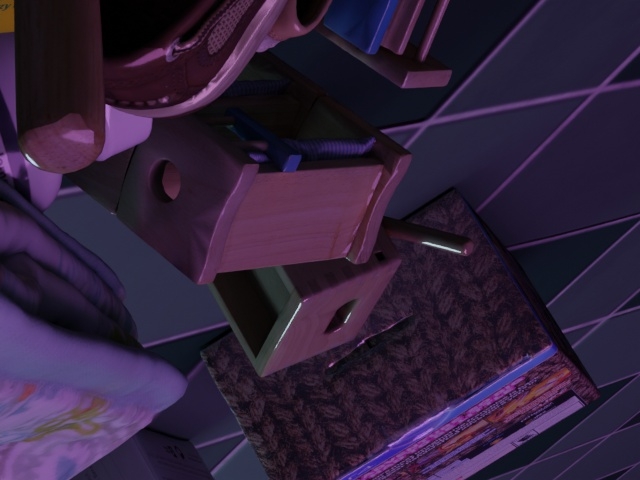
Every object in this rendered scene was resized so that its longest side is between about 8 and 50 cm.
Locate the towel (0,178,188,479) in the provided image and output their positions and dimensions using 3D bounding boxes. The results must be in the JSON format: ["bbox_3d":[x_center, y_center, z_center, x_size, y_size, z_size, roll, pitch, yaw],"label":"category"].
[{"bbox_3d":[-0.232,0.092,0.800,0.320,0.090,0.374,-28,166,1],"label":"towel"}]

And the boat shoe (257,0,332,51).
[{"bbox_3d":[0.012,-0.152,0.745,0.072,0.190,0.068,7,160,42],"label":"boat shoe"}]

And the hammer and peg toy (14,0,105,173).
[{"bbox_3d":[-0.016,-0.191,0.441,0.127,0.266,0.361,-5,155,-13],"label":"hammer and peg toy"}]

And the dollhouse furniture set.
[{"bbox_3d":[-0.026,-0.095,0.955,0.129,0.129,0.184,-7,127,-50],"label":"dollhouse furniture set"}]

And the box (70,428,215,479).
[{"bbox_3d":[-0.134,0.255,1.579,0.119,0.182,0.181,-34,162,5],"label":"box"}]

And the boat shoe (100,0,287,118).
[{"bbox_3d":[-0.013,-0.159,0.648,0.095,0.095,0.257,3,110,-81],"label":"boat shoe"}]

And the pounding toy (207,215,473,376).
[{"bbox_3d":[0.000,0.000,1.188,0.100,0.130,0.141,-22,160,-26],"label":"pounding toy"}]

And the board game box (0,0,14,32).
[{"bbox_3d":[-0.083,-0.132,0.765,0.181,0.092,0.043,-11,153,-46],"label":"board game box"}]

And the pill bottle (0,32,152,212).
[{"bbox_3d":[-0.169,-0.047,0.833,0.180,0.108,0.108,-24,161,-20],"label":"pill bottle"}]

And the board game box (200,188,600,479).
[{"bbox_3d":[0.074,0.108,1.575,0.232,0.141,0.291,-32,162,6],"label":"board game box"}]
